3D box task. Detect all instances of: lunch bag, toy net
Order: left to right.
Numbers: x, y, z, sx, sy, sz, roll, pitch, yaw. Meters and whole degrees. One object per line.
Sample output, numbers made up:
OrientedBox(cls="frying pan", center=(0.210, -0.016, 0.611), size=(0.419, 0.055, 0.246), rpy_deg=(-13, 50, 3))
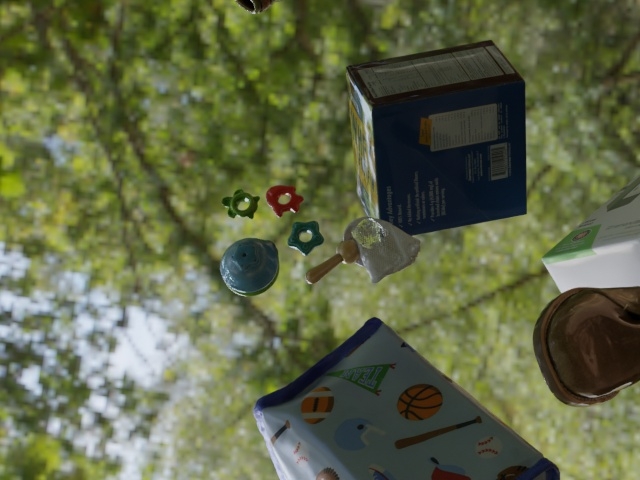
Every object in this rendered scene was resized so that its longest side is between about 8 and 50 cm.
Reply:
OrientedBox(cls="toy net", center=(0.000, 0.000, 1.682), size=(0.045, 0.232, 0.122), rpy_deg=(72, -159, -65))
OrientedBox(cls="lunch bag", center=(0.115, 0.346, 1.709), size=(0.328, 0.239, 0.385), rpy_deg=(42, 159, 43))

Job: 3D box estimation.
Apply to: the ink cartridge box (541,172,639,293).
OrientedBox(cls="ink cartridge box", center=(0.441, -0.019, 1.826), size=(0.273, 0.115, 0.198), rpy_deg=(-38, 10, -28))

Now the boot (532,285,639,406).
OrientedBox(cls="boot", center=(0.315, 0.082, 1.425), size=(0.305, 0.115, 0.112), rpy_deg=(-12, -99, -48))

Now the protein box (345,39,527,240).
OrientedBox(cls="protein box", center=(0.152, -0.130, 1.923), size=(0.136, 0.201, 0.200), rpy_deg=(-113, 15, -58))

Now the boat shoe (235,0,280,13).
OrientedBox(cls="boat shoe", center=(-0.146, -0.446, 1.987), size=(0.104, 0.307, 0.110), rpy_deg=(-46, 11, -24))
